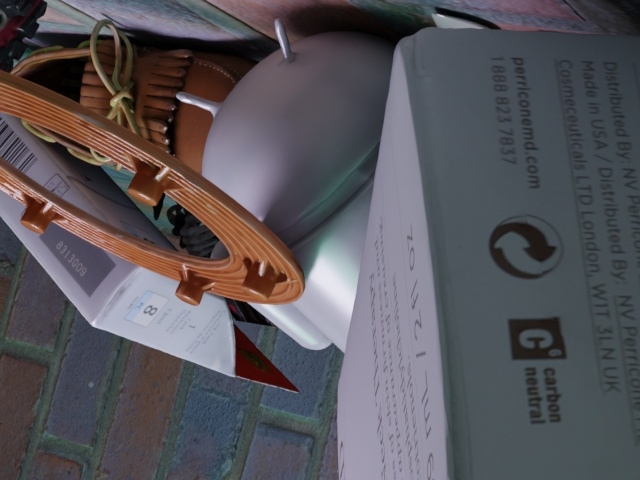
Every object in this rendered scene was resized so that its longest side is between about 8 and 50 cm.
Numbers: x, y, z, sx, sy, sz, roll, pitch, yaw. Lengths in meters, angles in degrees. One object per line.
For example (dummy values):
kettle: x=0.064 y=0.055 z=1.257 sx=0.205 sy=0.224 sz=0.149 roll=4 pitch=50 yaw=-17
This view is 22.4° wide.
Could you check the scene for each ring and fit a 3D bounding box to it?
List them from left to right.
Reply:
ring: x=-0.166 y=-0.030 z=1.156 sx=0.336 sy=0.032 sz=0.336 roll=24 pitch=165 yaw=7

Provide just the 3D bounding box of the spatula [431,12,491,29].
spatula: x=0.177 y=-0.116 z=1.200 sx=0.168 sy=0.019 sz=0.242 roll=12 pitch=174 yaw=14

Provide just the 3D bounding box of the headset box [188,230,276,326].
headset box: x=0.000 y=0.000 z=1.818 sx=0.218 sy=0.110 sz=0.293 roll=-30 pitch=-169 yaw=-19

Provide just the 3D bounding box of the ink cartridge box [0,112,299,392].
ink cartridge box: x=-0.184 y=0.008 z=1.722 sx=0.308 sy=0.091 sz=0.385 roll=44 pitch=-170 yaw=32

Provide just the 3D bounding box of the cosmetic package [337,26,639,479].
cosmetic package: x=0.192 y=0.126 z=0.958 sx=0.327 sy=0.329 sz=0.394 roll=1 pitch=145 yaw=-5

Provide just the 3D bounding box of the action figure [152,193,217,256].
action figure: x=-0.102 y=-0.077 z=1.646 sx=0.275 sy=0.164 sz=0.141 roll=5 pitch=-161 yaw=7

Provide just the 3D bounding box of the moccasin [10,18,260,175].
moccasin: x=-0.171 y=-0.127 z=1.482 sx=0.147 sy=0.139 sz=0.380 roll=7 pitch=-170 yaw=-39

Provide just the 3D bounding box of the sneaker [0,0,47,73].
sneaker: x=-0.307 y=-0.194 z=1.142 sx=0.112 sy=0.121 sz=0.299 roll=28 pitch=174 yaw=16

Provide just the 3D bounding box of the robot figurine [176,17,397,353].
robot figurine: x=0.051 y=-0.020 z=1.249 sx=0.300 sy=0.200 sz=0.353 roll=-37 pitch=109 yaw=30
